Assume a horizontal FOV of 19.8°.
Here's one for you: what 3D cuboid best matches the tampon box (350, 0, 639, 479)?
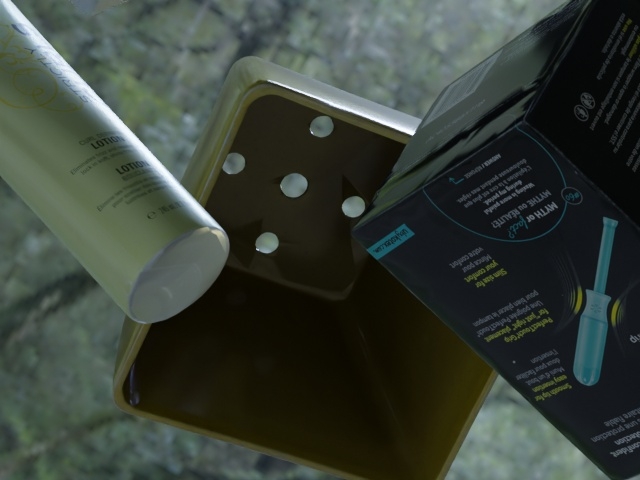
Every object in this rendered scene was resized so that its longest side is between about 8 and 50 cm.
[{"bbox_3d":[0.120,-0.002,0.742,0.161,0.101,0.120,43,-39,-12],"label":"tampon box"}]

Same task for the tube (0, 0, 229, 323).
[{"bbox_3d":[-0.141,-0.058,0.911,0.240,0.062,0.070,45,1,28],"label":"tube"}]

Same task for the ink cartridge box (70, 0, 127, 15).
[{"bbox_3d":[-0.104,-0.281,0.895,0.197,0.273,0.114,44,45,16],"label":"ink cartridge box"}]

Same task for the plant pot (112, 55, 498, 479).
[{"bbox_3d":[0.000,0.000,1.128,0.212,0.212,0.187,19,19,-18],"label":"plant pot"}]
